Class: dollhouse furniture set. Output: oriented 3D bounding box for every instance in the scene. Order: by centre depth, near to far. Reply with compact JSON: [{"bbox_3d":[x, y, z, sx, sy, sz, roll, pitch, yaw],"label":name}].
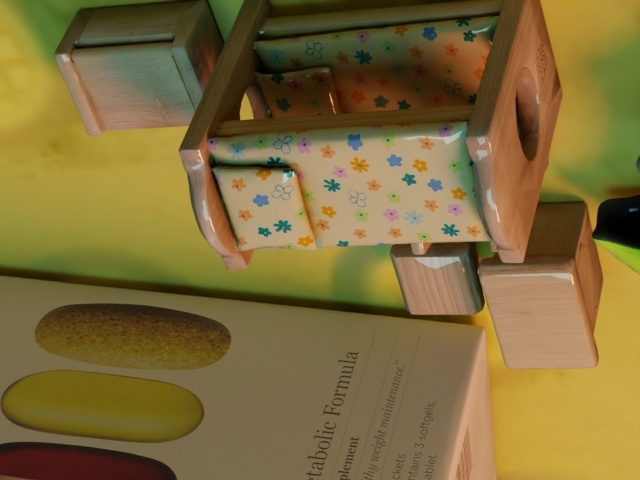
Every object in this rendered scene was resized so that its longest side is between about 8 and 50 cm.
[{"bbox_3d":[0.000,0.000,0.718,0.182,0.101,0.161,-2,132,21],"label":"dollhouse furniture set"}]

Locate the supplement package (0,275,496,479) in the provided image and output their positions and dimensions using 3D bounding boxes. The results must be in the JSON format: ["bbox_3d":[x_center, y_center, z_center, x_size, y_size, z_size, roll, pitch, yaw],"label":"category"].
[{"bbox_3d":[-0.056,0.116,0.825,0.244,0.139,0.133,5,136,13],"label":"supplement package"}]

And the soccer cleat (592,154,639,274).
[{"bbox_3d":[0.156,-0.036,0.662,0.072,0.060,0.179,26,139,-5],"label":"soccer cleat"}]
